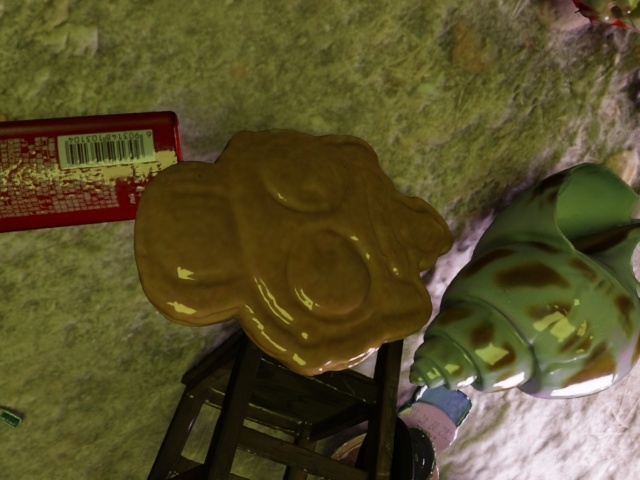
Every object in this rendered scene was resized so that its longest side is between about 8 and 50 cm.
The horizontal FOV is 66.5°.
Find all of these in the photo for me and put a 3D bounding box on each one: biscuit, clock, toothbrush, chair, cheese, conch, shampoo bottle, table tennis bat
[{"bbox_3d":[0.002,-0.002,0.515,0.376,0.051,0.269,-4,70,-32],"label":"biscuit"},{"bbox_3d":[0.120,0.288,0.649,0.074,0.010,0.083,-9,89,-18],"label":"clock"},{"bbox_3d":[-0.449,0.169,0.573,0.204,0.022,0.017,34,91,-13],"label":"toothbrush"},{"bbox_3d":[-0.045,0.170,0.582,0.203,0.415,0.240,26,140,-15],"label":"chair"},{"bbox_3d":[0.104,0.321,0.686,0.189,0.074,0.285,35,90,-16],"label":"cheese"},{"bbox_3d":[0.260,0.058,0.577,0.368,0.197,0.249,-24,97,-44],"label":"conch"},{"bbox_3d":[-0.304,-0.069,0.521,0.315,0.076,0.117,-7,108,-9],"label":"shampoo bottle"},{"bbox_3d":[0.047,0.281,0.544,0.027,0.236,0.150,19,54,-7],"label":"table tennis bat"}]

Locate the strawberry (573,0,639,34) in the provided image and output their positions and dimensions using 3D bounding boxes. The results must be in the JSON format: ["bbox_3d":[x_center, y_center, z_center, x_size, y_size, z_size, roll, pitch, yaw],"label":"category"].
[{"bbox_3d":[0.365,-0.346,0.552,0.187,0.184,0.201,7,76,22],"label":"strawberry"}]
